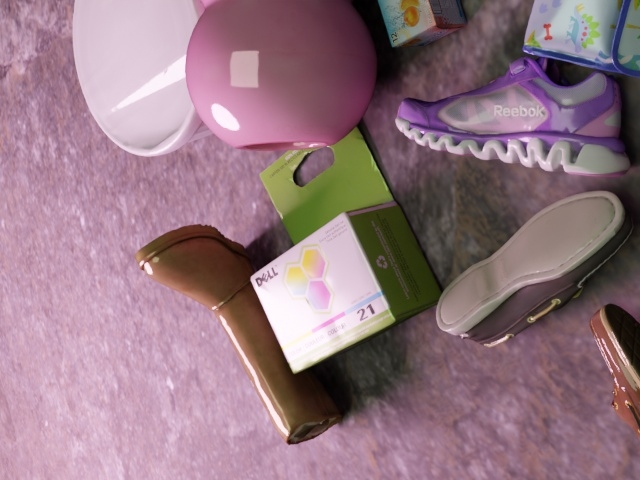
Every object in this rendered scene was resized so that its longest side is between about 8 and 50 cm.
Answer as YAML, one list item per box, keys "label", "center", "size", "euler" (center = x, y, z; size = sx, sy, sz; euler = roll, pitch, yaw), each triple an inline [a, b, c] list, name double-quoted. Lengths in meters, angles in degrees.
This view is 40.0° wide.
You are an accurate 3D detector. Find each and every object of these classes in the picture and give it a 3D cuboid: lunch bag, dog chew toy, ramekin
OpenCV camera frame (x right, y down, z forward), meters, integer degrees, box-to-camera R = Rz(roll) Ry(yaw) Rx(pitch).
- label: "lunch bag"
  center: [0.262, -0.205, 0.739]
  size: [0.151, 0.096, 0.129]
  euler: [20, 112, 23]
- label: "dog chew toy"
  center: [-0.046, -0.266, 0.945]
  size: [0.206, 0.206, 0.332]
  euler: [-2, 91, 44]
- label: "ramekin"
  center: [-0.190, -0.248, 1.126]
  size: [0.273, 0.127, 0.273]
  euler: [12, 108, 41]

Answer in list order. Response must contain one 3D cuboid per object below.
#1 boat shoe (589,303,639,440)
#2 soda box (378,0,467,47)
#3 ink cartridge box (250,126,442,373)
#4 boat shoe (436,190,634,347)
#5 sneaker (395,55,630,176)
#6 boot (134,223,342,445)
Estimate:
- label: "boat shoe"
  center: [0.295, 0.145, 0.810]
  size: [0.060, 0.064, 0.178]
  euler: [-37, 77, 40]
- label: "soda box"
  center: [0.086, -0.293, 0.900]
  size: [0.063, 0.058, 0.183]
  euler: [-18, 87, 45]
- label: "ink cartridge box"
  center: [0.000, 0.000, 1.030]
  size: [0.189, 0.097, 0.255]
  euler: [-34, 77, 43]
- label: "boat shoe"
  center: [0.214, 0.032, 0.859]
  size: [0.228, 0.069, 0.081]
  euler: [-39, 34, 38]
- label: "sneaker"
  center: [0.182, -0.125, 0.837]
  size: [0.236, 0.095, 0.104]
  euler: [13, 103, 36]
- label: "boot"
  center: [-0.090, 0.117, 1.071]
  size: [0.089, 0.236, 0.269]
  euler: [-36, 71, 18]
